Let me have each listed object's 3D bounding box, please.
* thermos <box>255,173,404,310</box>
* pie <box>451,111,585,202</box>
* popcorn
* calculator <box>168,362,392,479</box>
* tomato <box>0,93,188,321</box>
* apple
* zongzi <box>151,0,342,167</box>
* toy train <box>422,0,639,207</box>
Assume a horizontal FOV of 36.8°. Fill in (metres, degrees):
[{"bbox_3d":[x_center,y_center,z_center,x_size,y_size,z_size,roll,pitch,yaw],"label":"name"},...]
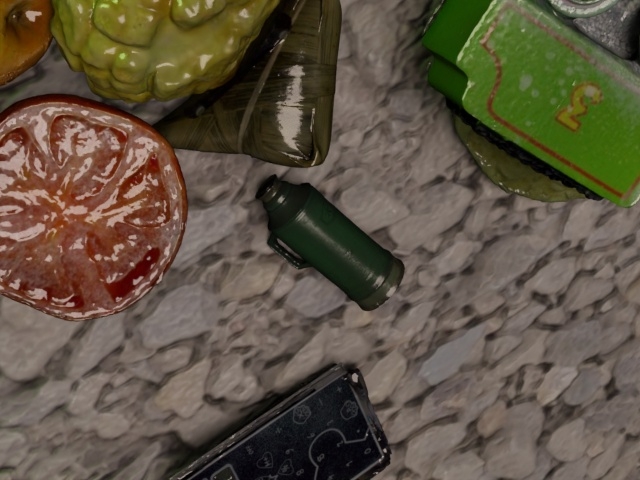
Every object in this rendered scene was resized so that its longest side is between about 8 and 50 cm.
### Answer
[{"bbox_3d":[0.003,-0.003,1.080,0.188,0.083,0.073,41,67,-23],"label":"thermos"},{"bbox_3d":[0.287,-0.182,1.132,0.306,0.071,0.306,-4,105,-17],"label":"pie"},{"bbox_3d":[-0.140,-0.230,0.898,0.181,0.217,0.235,40,60,-1],"label":"popcorn"},{"bbox_3d":[-0.045,0.272,1.132,0.274,0.028,0.165,-32,116,-19],"label":"calculator"},{"bbox_3d":[-0.256,-0.036,0.961,0.237,0.095,0.236,-7,109,-21],"label":"tomato"},{"bbox_3d":[-0.310,-0.206,0.864,0.147,0.146,0.146,-5,106,-19],"label":"apple"},{"bbox_3d":[-0.084,-0.185,0.999,0.204,0.094,0.204,6,94,2],"label":"zongzi"},{"bbox_3d":[0.259,-0.198,0.998,0.307,0.173,0.249,28,104,-21],"label":"toy train"}]
